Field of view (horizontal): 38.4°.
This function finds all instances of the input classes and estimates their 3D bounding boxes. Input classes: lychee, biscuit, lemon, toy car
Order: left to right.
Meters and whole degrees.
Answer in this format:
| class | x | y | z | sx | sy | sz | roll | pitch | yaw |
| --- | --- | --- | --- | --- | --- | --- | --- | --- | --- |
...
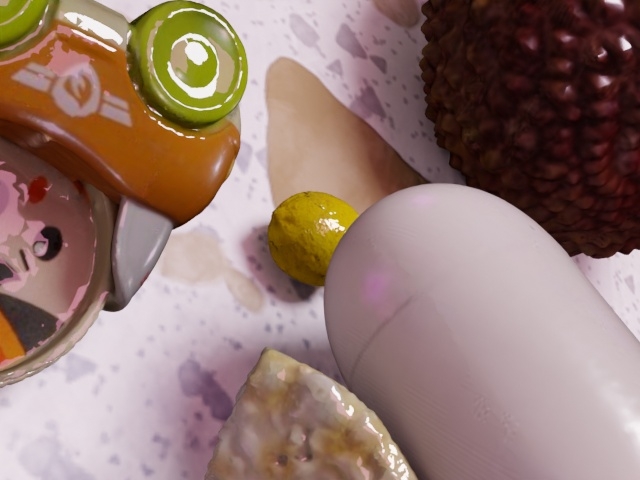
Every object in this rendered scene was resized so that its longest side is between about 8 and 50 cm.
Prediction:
| class | x | y | z | sx | sy | sz | roll | pitch | yaw |
| --- | --- | --- | --- | --- | --- | --- | --- | --- | --- |
| toy car | -0.161 | -0.030 | 0.464 | 0.235 | 0.145 | 0.235 | 3 | 85 | -35 |
| biscuit | -0.026 | 0.183 | 0.431 | 0.040 | 0.188 | 0.266 | -2 | 97 | -70 |
| lemon | 0.000 | 0.000 | 0.612 | 0.083 | 0.062 | 0.062 | 30 | 51 | -29 |
| lychee | 0.223 | -0.140 | 0.726 | 0.306 | 0.306 | 0.330 | 14 | 33 | -34 |

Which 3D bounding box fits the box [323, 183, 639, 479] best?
| class | x | y | z | sx | sy | sz | roll | pitch | yaw |
| --- | --- | --- | --- | --- | --- | --- | --- | --- | --- |
| box | 0.145 | 0.139 | 0.500 | 0.349 | 0.141 | 0.288 | 58 | 10 | 33 |
